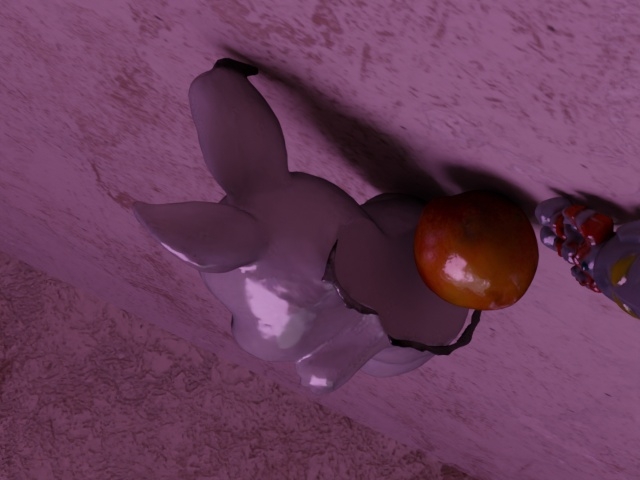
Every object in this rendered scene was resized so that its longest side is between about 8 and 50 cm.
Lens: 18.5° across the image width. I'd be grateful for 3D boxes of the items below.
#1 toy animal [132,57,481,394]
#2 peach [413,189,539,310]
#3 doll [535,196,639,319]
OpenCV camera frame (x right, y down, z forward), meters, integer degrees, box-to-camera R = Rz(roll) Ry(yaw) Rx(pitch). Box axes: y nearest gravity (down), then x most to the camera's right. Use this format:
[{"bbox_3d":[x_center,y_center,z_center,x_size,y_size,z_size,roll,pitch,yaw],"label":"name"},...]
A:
[{"bbox_3d":[0.000,0.007,1.559,0.154,0.208,0.325,-4,142,39],"label":"toy animal"},{"bbox_3d":[0.121,0.005,1.505,0.101,0.101,0.101,27,168,6],"label":"peach"},{"bbox_3d":[0.224,0.017,1.389,0.180,0.079,0.094,25,137,42],"label":"doll"}]
